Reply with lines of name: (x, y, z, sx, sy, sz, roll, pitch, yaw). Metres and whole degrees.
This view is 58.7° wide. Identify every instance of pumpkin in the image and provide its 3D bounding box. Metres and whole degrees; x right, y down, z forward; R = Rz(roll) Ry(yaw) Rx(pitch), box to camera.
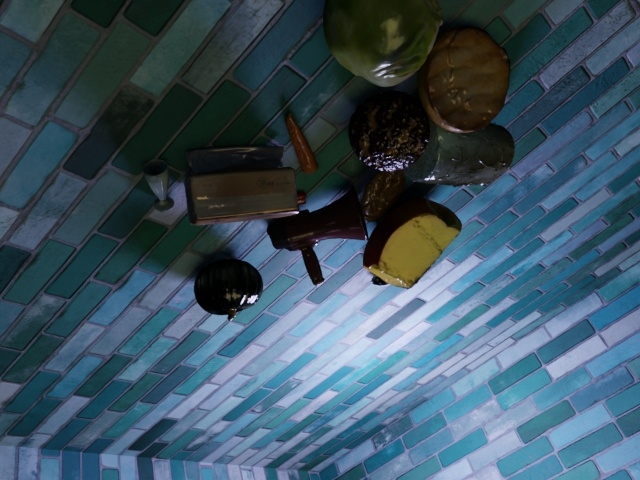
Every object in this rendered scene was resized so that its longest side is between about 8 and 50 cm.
pumpkin: (-0.325, 0.180, 2.016, 0.250, 0.216, 0.250, -6, 164, -2)

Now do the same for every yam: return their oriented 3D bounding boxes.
yam: (0.424, -0.290, 1.807, 0.349, 0.240, 0.240, 2, 135, -28)

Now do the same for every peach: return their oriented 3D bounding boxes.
peach: (0.300, 0.010, 2.049, 0.243, 0.306, 0.380, 32, 111, -6)

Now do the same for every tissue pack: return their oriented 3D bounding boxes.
tissue pack: (-0.241, -0.167, 1.690, 0.306, 0.238, 0.238, -7, 138, -17)

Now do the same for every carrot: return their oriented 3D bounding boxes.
carrot: (-0.065, -0.295, 1.713, 0.057, 0.057, 0.224, -23, 137, 3)

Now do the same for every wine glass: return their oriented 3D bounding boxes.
wine glass: (-0.472, -0.161, 1.674, 0.074, 0.073, 0.155, -12, 143, -11)

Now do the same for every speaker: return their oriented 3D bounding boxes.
speaker: (0.009, -0.015, 1.959, 0.330, 0.198, 0.259, -21, 123, 11)

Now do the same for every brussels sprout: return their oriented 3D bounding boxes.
brussels sprout: (0.164, -0.529, 1.374, 0.345, 0.268, 0.344, -19, 144, -14)

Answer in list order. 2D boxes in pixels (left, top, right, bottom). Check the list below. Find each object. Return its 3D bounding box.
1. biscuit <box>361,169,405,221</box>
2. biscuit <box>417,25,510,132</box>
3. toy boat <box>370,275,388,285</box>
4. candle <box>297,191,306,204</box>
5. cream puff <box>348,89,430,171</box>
biscuit: (0.215, -0.161, 1.915, 0.226, 0.042, 0.225, -37, 147, -30)
biscuit: (0.401, -0.453, 1.613, 0.297, 0.102, 0.295, -4, 99, -25)
toy boat: (0.273, 0.153, 2.355, 0.137, 0.060, 0.061, -18, 160, 6)
candle: (-0.204, -0.114, 1.856, 0.330, 0.048, 0.051, -9, 131, -14)
cream puff: (0.195, -0.318, 1.648, 0.239, 0.239, 0.165, -35, 165, 16)
